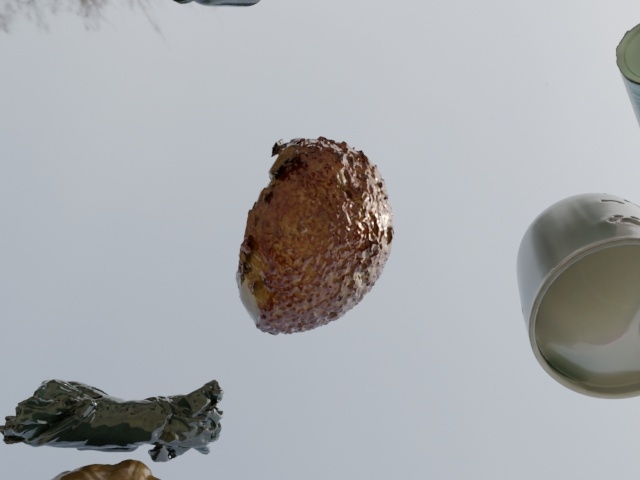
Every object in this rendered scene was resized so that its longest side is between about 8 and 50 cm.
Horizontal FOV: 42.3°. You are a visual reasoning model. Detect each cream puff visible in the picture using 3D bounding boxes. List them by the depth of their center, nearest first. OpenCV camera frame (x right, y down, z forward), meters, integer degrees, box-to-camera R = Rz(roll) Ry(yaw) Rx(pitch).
[{"bbox_3d":[0.001,-0.001,1.352,0.228,0.350,0.351,19,-119,4],"label":"cream puff"}]

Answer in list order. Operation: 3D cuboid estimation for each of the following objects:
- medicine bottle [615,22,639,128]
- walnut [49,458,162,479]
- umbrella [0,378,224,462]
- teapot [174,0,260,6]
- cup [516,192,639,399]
[{"bbox_3d":[0.456,-0.111,1.017,0.108,0.426,0.108,-14,-120,25],"label":"medicine bottle"},{"bbox_3d":[-0.256,0.369,0.995,0.227,0.228,0.228,-10,-128,14],"label":"walnut"},{"bbox_3d":[-0.295,0.233,1.092,0.348,0.143,0.094,4,-141,-24],"label":"umbrella"},{"bbox_3d":[-0.080,-0.200,0.605,0.063,0.049,0.083,39,-148,25],"label":"teapot"},{"bbox_3d":[0.483,0.096,1.313,0.259,0.356,0.274,-51,-170,21],"label":"cup"}]
